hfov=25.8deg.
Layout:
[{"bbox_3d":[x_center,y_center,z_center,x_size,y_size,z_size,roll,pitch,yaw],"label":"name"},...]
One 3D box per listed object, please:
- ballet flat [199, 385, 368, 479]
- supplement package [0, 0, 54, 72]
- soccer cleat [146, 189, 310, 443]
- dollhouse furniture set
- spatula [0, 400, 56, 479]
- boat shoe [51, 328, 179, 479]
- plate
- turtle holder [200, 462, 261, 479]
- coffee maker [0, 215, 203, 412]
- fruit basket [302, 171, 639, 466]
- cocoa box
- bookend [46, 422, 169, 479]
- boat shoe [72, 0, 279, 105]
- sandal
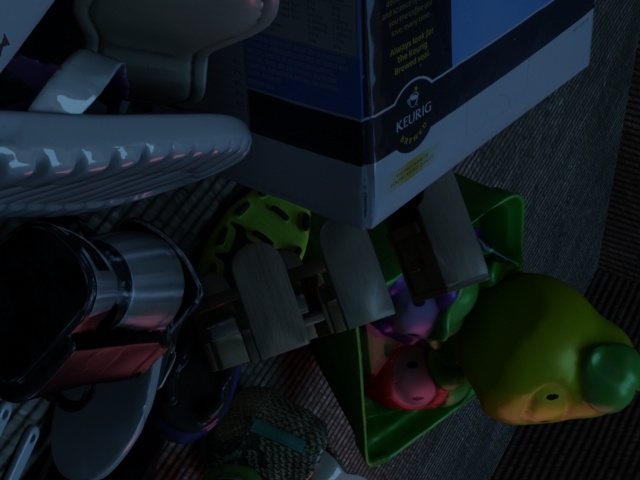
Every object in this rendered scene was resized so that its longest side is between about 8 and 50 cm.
[{"bbox_3d":[-0.008,0.319,1.682,0.164,0.182,0.483,-64,160,-21],"label":"ballet flat"},{"bbox_3d":[-0.202,-0.244,0.667,0.204,0.145,0.262,-60,159,-26],"label":"supplement package"},{"bbox_3d":[-0.098,0.067,1.379,0.289,0.093,0.121,-66,-169,-25],"label":"soccer cleat"},{"bbox_3d":[0.000,0.000,1.224,0.212,0.242,0.161,153,-81,-73],"label":"dollhouse furniture set"},{"bbox_3d":[-0.278,0.253,1.136,0.242,0.019,0.168,-66,160,-12],"label":"spatula"},{"bbox_3d":[-0.163,0.109,1.213,0.070,0.078,0.219,61,48,-68],"label":"boat shoe"},{"bbox_3d":[-0.186,-0.127,1.007,0.188,0.024,0.188,-53,154,-41],"label":"plate"},{"bbox_3d":[-0.144,0.392,1.379,0.227,0.243,0.320,99,-23,-70],"label":"turtle holder"},{"bbox_3d":[-0.190,0.067,1.040,0.178,0.120,0.171,0,111,-69],"label":"coffee maker"},{"bbox_3d":[0.169,0.118,1.620,0.283,0.392,0.392,-33,146,-20],"label":"fruit basket"},{"bbox_3d":[0.049,-0.207,1.139,0.347,0.231,0.228,-36,135,-41],"label":"cocoa box"},{"bbox_3d":[-0.210,0.258,1.243,0.157,0.072,0.156,-61,172,-53],"label":"bookend"},{"bbox_3d":[-0.094,-0.167,0.878,0.324,0.117,0.096,146,-50,-75],"label":"boat shoe"},{"bbox_3d":[-0.180,-0.077,0.875,0.416,0.169,0.102,-7,83,-62],"label":"sandal"}]
